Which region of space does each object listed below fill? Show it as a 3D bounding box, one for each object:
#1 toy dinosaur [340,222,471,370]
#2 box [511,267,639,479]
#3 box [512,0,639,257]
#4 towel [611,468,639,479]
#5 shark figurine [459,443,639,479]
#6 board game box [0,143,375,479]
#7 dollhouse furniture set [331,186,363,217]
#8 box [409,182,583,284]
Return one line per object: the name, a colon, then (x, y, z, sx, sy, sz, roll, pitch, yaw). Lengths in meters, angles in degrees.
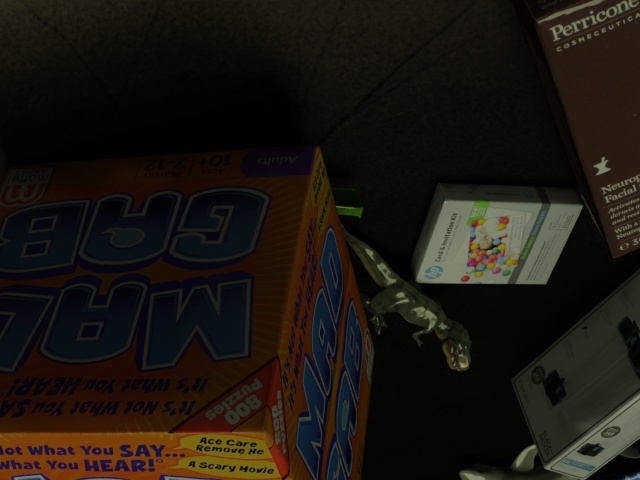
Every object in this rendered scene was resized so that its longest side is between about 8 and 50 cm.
toy dinosaur: (0.084, 0.076, 1.389, 0.268, 0.064, 0.118, 42, 137, -20)
box: (0.416, 0.186, 1.513, 0.087, 0.169, 0.290, 22, 124, -31)
box: (0.347, -0.171, 1.171, 0.191, 0.143, 0.381, -24, 133, 10)
towel: (0.612, 0.469, 1.928, 0.336, 0.040, 0.243, -28, 133, 14)
shark figurine: (0.381, 0.397, 1.752, 0.278, 0.116, 0.166, -19, 136, 7)
board game box: (-0.157, 0.155, 1.147, 0.356, 0.356, 0.356, -3, 136, 13)
dollhouse furniture set: (0.000, 0.000, 1.294, 0.059, 0.076, 0.151, 4, 131, -17)
box: (0.221, -0.006, 1.369, 0.186, 0.038, 0.145, 2, 133, -14)
